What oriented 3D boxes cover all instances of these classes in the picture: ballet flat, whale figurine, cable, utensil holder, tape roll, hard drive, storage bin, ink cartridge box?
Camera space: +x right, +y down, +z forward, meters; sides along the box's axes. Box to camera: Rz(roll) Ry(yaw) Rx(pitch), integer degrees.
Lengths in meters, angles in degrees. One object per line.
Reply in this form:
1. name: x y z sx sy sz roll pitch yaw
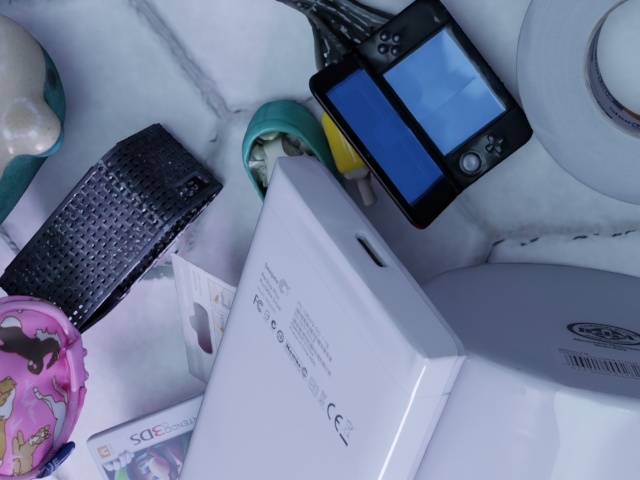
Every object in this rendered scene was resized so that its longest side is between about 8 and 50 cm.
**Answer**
1. ballet flat: 0.000 0.000 1.251 0.083 0.087 0.247 -24 98 22
2. whale figurine: -0.301 -0.061 1.258 0.216 0.141 0.272 -13 62 21
3. cable: 0.013 -0.176 1.202 0.139 0.072 0.287 -36 93 19
4. utensil holder: 0.191 0.244 1.142 0.327 0.327 0.385 12 106 14
5. tape roll: 0.264 -0.140 1.134 0.219 0.072 0.219 5 108 16
6. hard drive: -0.014 0.146 1.128 0.233 0.047 0.353 54 136 41
7. storage bin: -0.183 -0.005 1.288 0.084 0.122 0.180 45 113 0
8. ink cartridge box: -0.021 0.101 1.274 0.224 0.056 0.181 30 145 25

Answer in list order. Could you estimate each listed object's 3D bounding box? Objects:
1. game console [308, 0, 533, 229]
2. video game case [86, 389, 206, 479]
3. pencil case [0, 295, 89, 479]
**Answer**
1. game console: 0.081 -0.101 1.132 0.124 0.085 0.144 -37 94 5
2. video game case: -0.099 0.234 1.326 0.173 0.022 0.190 -23 97 22
3. pencil case: -0.368 0.123 1.297 0.386 0.160 0.167 -2 145 44
